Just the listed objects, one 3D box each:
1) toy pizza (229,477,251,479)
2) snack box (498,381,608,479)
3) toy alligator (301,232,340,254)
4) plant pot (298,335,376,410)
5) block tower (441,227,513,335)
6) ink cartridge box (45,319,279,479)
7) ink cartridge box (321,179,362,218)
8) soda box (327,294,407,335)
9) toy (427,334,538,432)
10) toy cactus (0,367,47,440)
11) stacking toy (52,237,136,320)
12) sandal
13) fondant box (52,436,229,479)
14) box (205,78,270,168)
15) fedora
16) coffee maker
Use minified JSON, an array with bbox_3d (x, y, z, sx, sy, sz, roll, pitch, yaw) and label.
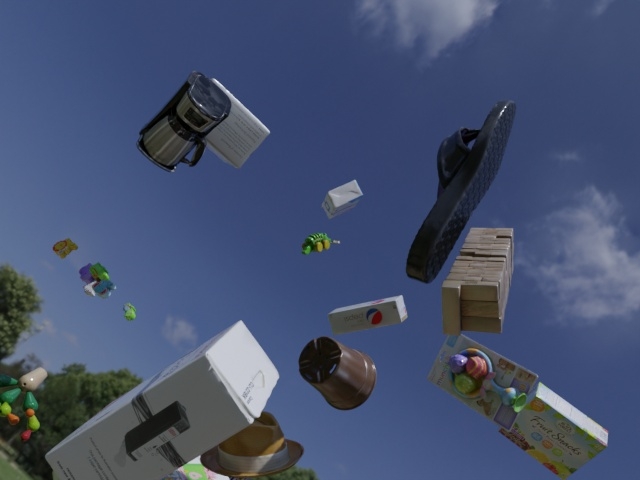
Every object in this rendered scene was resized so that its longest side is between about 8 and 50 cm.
[{"bbox_3d":[-0.248,0.678,1.593,0.201,0.201,0.032,-31,-99,56],"label":"toy pizza"},{"bbox_3d":[0.612,0.505,1.445,0.207,0.070,0.174,36,-56,10],"label":"snack box"},{"bbox_3d":[0.000,0.000,1.629,0.056,0.190,0.051,2,-78,34],"label":"toy alligator"},{"bbox_3d":[0.035,0.336,1.418,0.167,0.166,0.165,12,-22,39],"label":"plant pot"},{"bbox_3d":[0.303,0.065,1.019,0.097,0.335,0.090,1,-72,25],"label":"block tower"},{"bbox_3d":[-0.214,0.249,0.796,0.114,0.273,0.197,58,7,-1],"label":"ink cartridge box"},{"bbox_3d":[0.068,-0.130,1.822,0.060,0.104,0.180,62,-12,8],"label":"ink cartridge box"},{"bbox_3d":[0.137,0.218,1.587,0.216,0.074,0.069,-15,-90,23],"label":"soda box"},{"bbox_3d":[0.346,0.304,1.225,0.237,0.136,0.056,26,-1,45],"label":"toy"},{"bbox_3d":[-0.795,0.407,1.425,0.219,0.180,0.112,32,-56,7],"label":"toy cactus"},{"bbox_3d":[-0.550,0.100,1.333,0.221,0.052,0.166,27,-32,36],"label":"stacking toy"},{"bbox_3d":[0.257,-0.123,1.045,0.107,0.445,0.167,24,-28,25],"label":"sandal"},{"bbox_3d":[-0.341,0.512,1.091,0.331,0.096,0.238,17,13,-34],"label":"fondant box"},{"bbox_3d":[-0.242,-0.280,1.308,0.182,0.119,0.181,42,-3,-24],"label":"box"},{"bbox_3d":[-0.125,0.363,0.997,0.194,0.195,0.079,-1,-88,48],"label":"fedora"},{"bbox_3d":[-0.282,-0.257,1.123,0.178,0.120,0.171,-36,-126,26],"label":"coffee maker"}]
